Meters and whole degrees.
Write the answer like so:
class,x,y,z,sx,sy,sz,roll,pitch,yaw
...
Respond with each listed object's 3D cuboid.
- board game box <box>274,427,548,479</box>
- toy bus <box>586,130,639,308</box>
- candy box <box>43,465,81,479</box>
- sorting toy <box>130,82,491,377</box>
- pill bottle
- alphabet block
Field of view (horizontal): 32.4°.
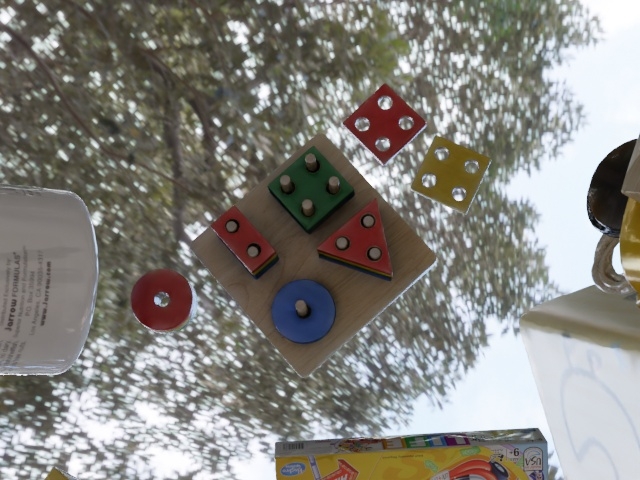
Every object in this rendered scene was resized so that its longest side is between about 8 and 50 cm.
class,x,y,z,sx,sy,sz,roll,pitch,yaw
board game box,0.053,0.164,0.631,0.154,0.026,0.104,-3,-80,-1
toy bus,0.157,-0.013,0.391,0.202,0.104,0.191,-49,-148,30
candy box,-0.132,0.225,0.650,0.186,0.053,0.109,22,-105,48
sorting toy,0.000,0.000,0.797,0.274,0.046,0.132,-40,-102,-6
pill bottle,-0.274,0.021,0.720,0.229,0.131,0.131,5,-109,-31
alphabet block,0.266,0.109,0.677,0.193,0.197,0.193,-17,-86,-12
